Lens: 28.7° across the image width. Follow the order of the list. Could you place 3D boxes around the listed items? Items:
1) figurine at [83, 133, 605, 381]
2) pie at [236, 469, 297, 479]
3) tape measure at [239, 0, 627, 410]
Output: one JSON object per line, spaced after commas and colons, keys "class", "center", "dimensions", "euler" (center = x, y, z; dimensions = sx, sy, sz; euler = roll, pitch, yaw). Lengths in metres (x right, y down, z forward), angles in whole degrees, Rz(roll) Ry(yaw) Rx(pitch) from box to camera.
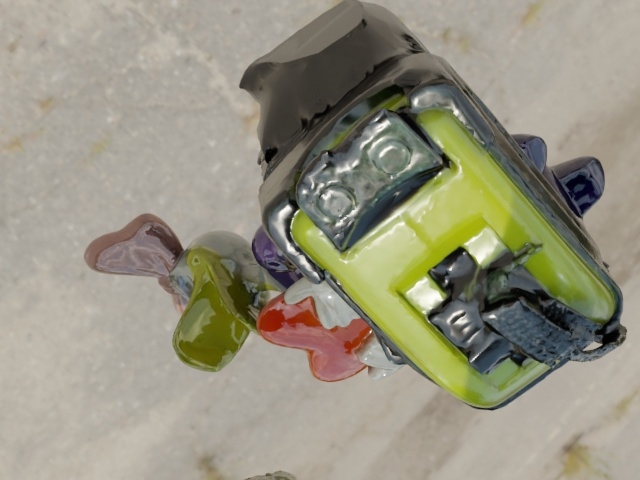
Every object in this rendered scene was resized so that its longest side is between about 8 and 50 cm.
{"class": "figurine", "center": [0.004, 0.002, 0.956], "dimensions": [0.420, 0.193, 0.154], "euler": [-25, 138, 30]}
{"class": "pie", "center": [-0.115, 0.200, 0.816], "dimensions": [0.218, 0.052, 0.185], "euler": [-15, 170, -4]}
{"class": "tape measure", "center": [0.050, -0.006, 0.568], "dimensions": [0.112, 0.199, 0.186], "euler": [-41, 112, 13]}
